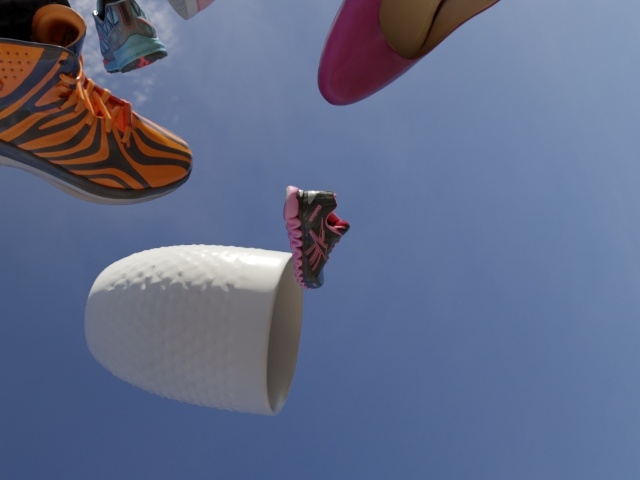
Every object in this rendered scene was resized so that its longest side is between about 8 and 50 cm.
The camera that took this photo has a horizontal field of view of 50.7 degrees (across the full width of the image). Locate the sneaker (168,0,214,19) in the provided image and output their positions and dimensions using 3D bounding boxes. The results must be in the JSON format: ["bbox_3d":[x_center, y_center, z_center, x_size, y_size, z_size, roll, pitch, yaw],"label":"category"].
[{"bbox_3d":[-0.088,-0.227,0.516,0.070,0.134,0.051,-37,-94,-13],"label":"sneaker"}]

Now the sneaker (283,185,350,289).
[{"bbox_3d":[0.000,0.000,0.627,0.047,0.057,0.119,-94,-3,-47],"label":"sneaker"}]

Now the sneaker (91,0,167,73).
[{"bbox_3d":[-0.324,-0.355,1.131,0.104,0.262,0.125,-26,-68,-18],"label":"sneaker"}]

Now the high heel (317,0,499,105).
[{"bbox_3d":[0.150,-0.284,0.747,0.127,0.181,0.377,35,-80,-32],"label":"high heel"}]

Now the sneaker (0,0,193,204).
[{"bbox_3d":[-0.252,-0.145,0.713,0.321,0.180,0.124,9,-131,-41],"label":"sneaker"}]

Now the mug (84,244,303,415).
[{"bbox_3d":[-0.212,0.164,1.211,0.374,0.328,0.276,77,-160,-62],"label":"mug"}]
